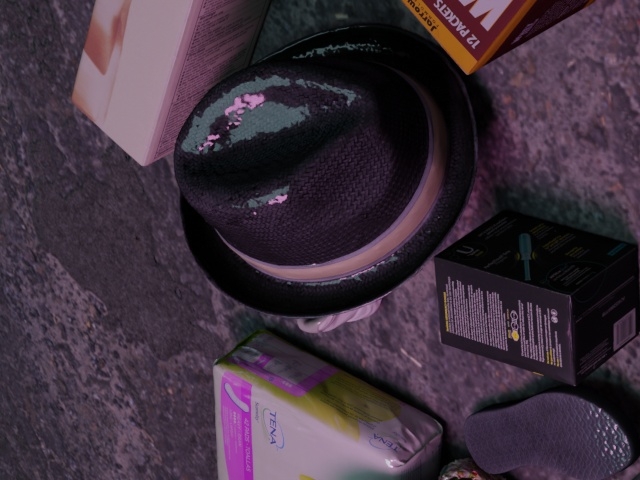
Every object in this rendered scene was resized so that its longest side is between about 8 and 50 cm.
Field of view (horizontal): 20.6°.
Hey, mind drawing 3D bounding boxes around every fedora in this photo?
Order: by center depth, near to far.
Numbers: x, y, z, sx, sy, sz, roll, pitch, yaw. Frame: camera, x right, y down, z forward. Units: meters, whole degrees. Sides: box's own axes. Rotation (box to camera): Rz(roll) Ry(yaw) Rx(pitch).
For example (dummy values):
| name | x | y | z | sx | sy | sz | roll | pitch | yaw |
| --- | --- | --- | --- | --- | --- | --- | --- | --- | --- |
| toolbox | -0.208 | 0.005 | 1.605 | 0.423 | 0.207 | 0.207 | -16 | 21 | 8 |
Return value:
| name | x | y | z | sx | sy | sz | roll | pitch | yaw |
| --- | --- | --- | --- | --- | --- | --- | --- | --- | --- |
| fedora | -0.021 | -0.083 | 1.723 | 0.334 | 0.152 | 0.334 | -7 | 74 | 26 |

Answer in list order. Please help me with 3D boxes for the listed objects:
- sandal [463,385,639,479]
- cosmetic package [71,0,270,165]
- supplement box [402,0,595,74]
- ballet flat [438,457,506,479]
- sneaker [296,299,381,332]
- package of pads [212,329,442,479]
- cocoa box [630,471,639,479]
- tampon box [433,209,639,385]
| name | x | y | z | sx | sy | sz | roll | pitch | yaw |
| --- | --- | --- | --- | --- | --- | --- | --- | --- | --- |
| sandal | 0.242 | 0.194 | 1.835 | 0.254 | 0.054 | 0.097 | -8 | 101 | 58 |
| cosmetic package | -0.150 | -0.243 | 1.875 | 0.129 | 0.153 | 0.296 | 42 | 137 | 17 |
| supplement box | 0.182 | -0.272 | 1.478 | 0.129 | 0.194 | 0.191 | 49 | 140 | 10 |
| ballet flat | 0.213 | 0.329 | 1.909 | 0.241 | 0.077 | 0.091 | 39 | 102 | 22 |
| sneaker | 0.000 | 0.000 | 1.900 | 0.090 | 0.115 | 0.232 | 10 | 121 | 42 |
| package of pads | 0.006 | 0.256 | 2.071 | 0.296 | 0.101 | 0.229 | 26 | 132 | 32 |
| cocoa box | 0.345 | 0.359 | 1.592 | 0.231 | 0.347 | 0.228 | -17 | 102 | 51 |
| tampon box | 0.210 | 0.053 | 1.714 | 0.161 | 0.120 | 0.101 | 17 | 125 | 39 |
